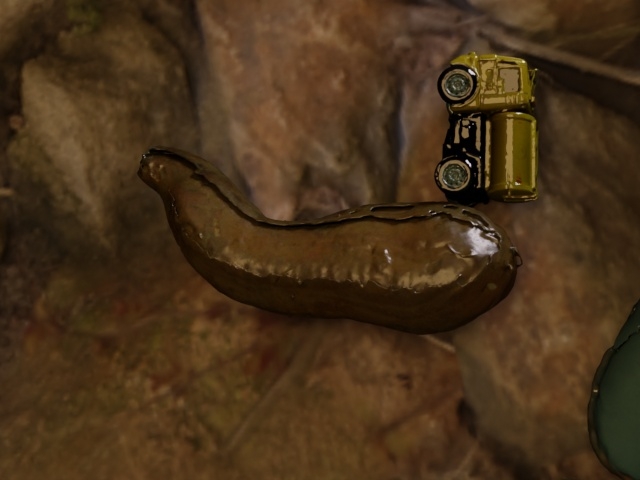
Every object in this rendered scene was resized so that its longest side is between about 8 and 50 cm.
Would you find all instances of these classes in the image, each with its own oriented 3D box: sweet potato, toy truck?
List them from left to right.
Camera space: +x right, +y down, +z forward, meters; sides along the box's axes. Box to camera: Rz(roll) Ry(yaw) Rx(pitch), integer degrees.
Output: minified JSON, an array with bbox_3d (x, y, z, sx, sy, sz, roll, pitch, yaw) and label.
[{"bbox_3d":[-0.004,0.005,0.763,0.233,0.062,0.081,13,67,19],"label":"sweet potato"},{"bbox_3d":[0.093,-0.062,0.756,0.054,0.049,0.083,0,80,13],"label":"toy truck"}]

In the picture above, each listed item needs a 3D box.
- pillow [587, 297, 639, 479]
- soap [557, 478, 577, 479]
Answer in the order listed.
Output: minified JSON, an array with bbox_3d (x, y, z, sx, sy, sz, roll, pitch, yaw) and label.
[{"bbox_3d":[0.239,0.094,0.658,0.214,0.086,0.233,-36,63,20],"label":"pillow"},{"bbox_3d":[0.125,0.255,0.669,0.150,0.094,0.261,-29,75,13],"label":"soap"}]
